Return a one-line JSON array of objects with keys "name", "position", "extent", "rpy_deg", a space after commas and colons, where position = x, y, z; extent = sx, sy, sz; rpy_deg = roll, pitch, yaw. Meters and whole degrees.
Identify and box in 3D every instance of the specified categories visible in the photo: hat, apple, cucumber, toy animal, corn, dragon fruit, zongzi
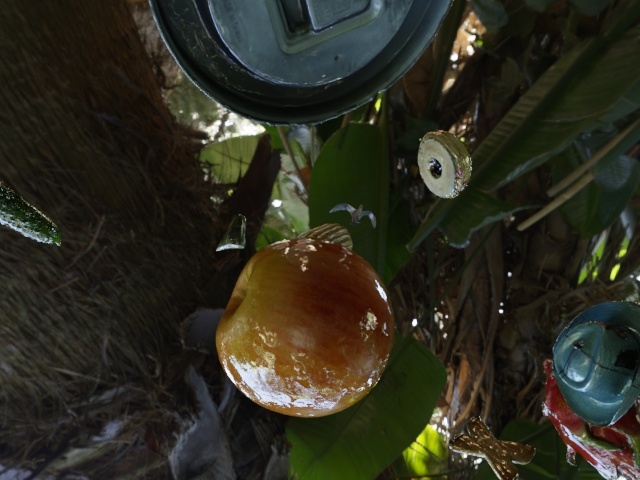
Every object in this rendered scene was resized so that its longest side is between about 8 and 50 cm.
[{"name": "hat", "position": [0.390, 0.169, 0.604], "extent": [0.078, 0.190, 0.138], "rpy_deg": [18, -162, -13]}, {"name": "apple", "position": [-0.026, 0.124, 0.651], "extent": [0.233, 0.286, 0.286], "rpy_deg": [28, -154, -21]}, {"name": "cucumber", "position": [-0.575, -0.058, 0.781], "extent": [0.069, 0.227, 0.069], "rpy_deg": [-15, -129, 19]}, {"name": "toy animal", "position": [0.060, -0.042, 0.700], "extent": [0.084, 0.028, 0.050], "rpy_deg": [18, 168, -11]}, {"name": "corn", "position": [-0.001, 0.025, 1.160], "extent": [0.130, 0.130, 0.347], "rpy_deg": [5, -171, 21]}, {"name": "dragon fruit", "position": [0.560, 0.362, 0.836], "extent": [0.198, 0.269, 0.200], "rpy_deg": [-40, -174, 20]}, {"name": "zongzi", "position": [-0.276, -0.023, 1.287], "extent": [0.113, 0.052, 0.104], "rpy_deg": [-9, -111, 35]}]

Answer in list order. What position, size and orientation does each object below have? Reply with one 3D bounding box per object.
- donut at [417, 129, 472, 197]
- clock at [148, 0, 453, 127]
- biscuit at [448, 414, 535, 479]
[{"name": "donut", "position": [0.307, -0.190, 1.038], "extent": [0.068, 0.174, 0.174], "rpy_deg": [-23, -145, -14]}, {"name": "clock", "position": [-0.006, -0.187, 0.292], "extent": [0.226, 0.226, 0.049], "rpy_deg": [-18, -127, -13]}, {"name": "biscuit", "position": [0.522, 0.638, 1.289], "extent": [0.164, 0.047, 0.208], "rpy_deg": [-29, -150, -32]}]
